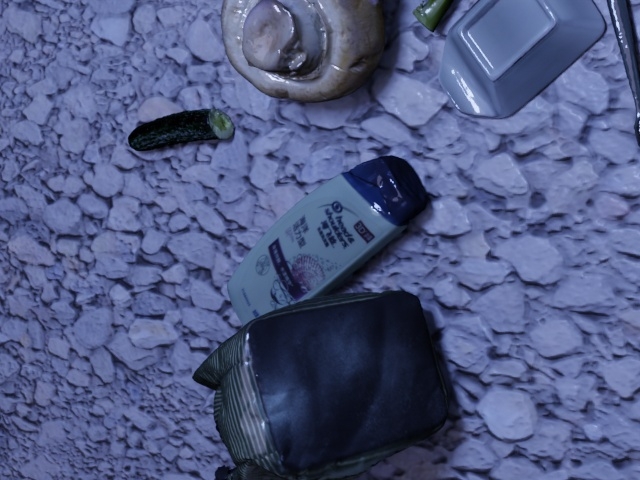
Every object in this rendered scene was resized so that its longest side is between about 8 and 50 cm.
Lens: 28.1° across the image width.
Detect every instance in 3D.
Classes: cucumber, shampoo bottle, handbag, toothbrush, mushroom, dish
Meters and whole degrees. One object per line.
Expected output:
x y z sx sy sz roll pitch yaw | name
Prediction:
-0.234 -0.175 2.050 0.214 0.052 0.058 -6 121 39 | cucumber
0.000 0.000 1.880 0.359 0.078 0.134 -41 68 34 | shampoo bottle
-0.012 0.216 1.781 0.240 0.340 0.247 -26 78 54 | handbag
0.378 -0.258 1.592 0.030 0.030 0.297 -13 87 11 | toothbrush
-0.022 -0.308 1.780 0.254 0.184 0.255 10 108 32 | mushroom
0.240 -0.261 1.673 0.234 0.064 0.154 -44 71 34 | dish

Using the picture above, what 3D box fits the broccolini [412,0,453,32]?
0.228 -0.436 1.644 0.392 0.074 0.079 -56 27 25 | broccolini
